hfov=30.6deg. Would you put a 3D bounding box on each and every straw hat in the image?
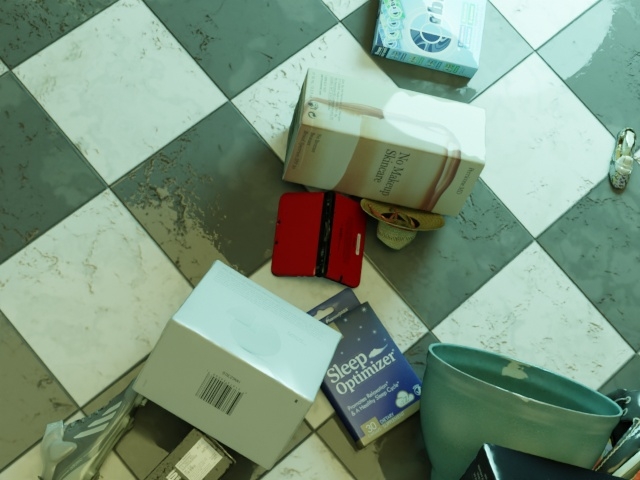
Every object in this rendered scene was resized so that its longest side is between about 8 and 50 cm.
[{"bbox_3d":[0.123,-0.020,1.880,0.144,0.144,0.061,12,111,-8],"label":"straw hat"}]

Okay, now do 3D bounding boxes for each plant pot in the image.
[{"bbox_3d":[0.270,0.292,1.716,0.293,0.293,0.196,16,96,-6],"label":"plant pot"}]

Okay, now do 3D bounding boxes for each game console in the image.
[{"bbox_3d":[0.000,0.000,1.876,0.124,0.085,0.144,22,66,-37],"label":"game console"}]

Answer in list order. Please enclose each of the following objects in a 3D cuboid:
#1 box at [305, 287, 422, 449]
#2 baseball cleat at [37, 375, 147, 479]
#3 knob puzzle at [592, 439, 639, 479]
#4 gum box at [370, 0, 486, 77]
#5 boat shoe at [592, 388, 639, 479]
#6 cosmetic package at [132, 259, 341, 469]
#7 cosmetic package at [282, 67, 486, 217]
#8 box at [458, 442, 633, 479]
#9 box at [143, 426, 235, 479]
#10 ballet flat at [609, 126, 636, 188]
[{"bbox_3d":[0.056,0.192,1.814,0.136,0.036,0.225,-31,79,-19],"label":"box"},{"bbox_3d":[-0.332,0.267,1.690,0.109,0.072,0.206,29,65,6],"label":"baseball cleat"},{"bbox_3d":[0.509,0.359,1.854,0.213,0.030,0.213,4,71,-10],"label":"knob puzzle"},{"bbox_3d":[0.189,-0.377,2.024,0.184,0.041,0.157,12,70,-7],"label":"gum box"},{"bbox_3d":[0.496,0.268,1.814,0.340,0.127,0.113,-37,69,-29],"label":"boat shoe"},{"bbox_3d":[-0.113,0.172,1.673,0.224,0.138,0.224,31,24,0],"label":"cosmetic package"},{"bbox_3d":[0.101,-0.152,1.860,0.296,0.153,0.129,11,52,-7],"label":"cosmetic package"},{"bbox_3d":[0.292,0.464,1.583,0.296,0.294,0.183,17,31,-21],"label":"box"},{"bbox_3d":[-0.214,0.358,1.643,0.077,0.147,0.180,43,70,4],"label":"box"},{"bbox_3d":[0.524,-0.146,2.018,0.041,0.041,0.114,15,70,-6],"label":"ballet flat"}]
